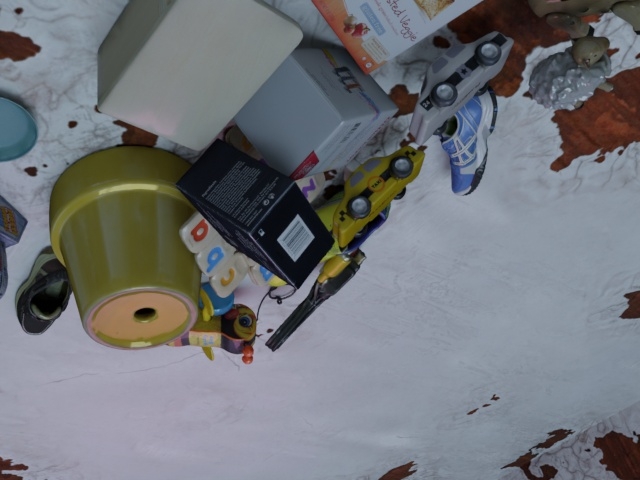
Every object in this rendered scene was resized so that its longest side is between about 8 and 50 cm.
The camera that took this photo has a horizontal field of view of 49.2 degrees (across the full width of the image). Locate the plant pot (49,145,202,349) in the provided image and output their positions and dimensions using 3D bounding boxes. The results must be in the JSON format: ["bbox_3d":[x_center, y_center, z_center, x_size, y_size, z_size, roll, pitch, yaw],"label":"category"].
[{"bbox_3d":[-0.282,0.026,1.075,0.253,0.239,0.254,-11,142,-9],"label":"plant pot"}]

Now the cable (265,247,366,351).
[{"bbox_3d":[-0.011,0.089,1.349,0.072,0.139,0.287,45,108,-3],"label":"cable"}]

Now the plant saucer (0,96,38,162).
[{"bbox_3d":[-0.451,-0.157,0.961,0.119,0.021,0.119,-11,142,-8],"label":"plant saucer"}]

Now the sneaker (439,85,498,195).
[{"bbox_3d":[0.236,-0.165,1.177,0.081,0.080,0.211,-5,131,-5],"label":"sneaker"}]

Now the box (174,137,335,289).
[{"bbox_3d":[-0.085,-0.035,0.945,0.093,0.158,0.156,-51,145,-12],"label":"box"}]

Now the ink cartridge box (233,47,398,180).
[{"bbox_3d":[-0.004,-0.177,0.965,0.128,0.127,0.176,-44,169,31],"label":"ink cartridge box"}]

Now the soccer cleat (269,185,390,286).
[{"bbox_3d":[0.000,-0.001,1.230,0.289,0.121,0.093,-37,121,20],"label":"soccer cleat"}]

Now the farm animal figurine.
[{"bbox_3d":[0.396,-0.362,0.882,0.172,0.331,0.326,17,159,-39],"label":"farm animal figurine"}]

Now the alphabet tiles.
[{"bbox_3d":[-0.097,-0.057,1.085,0.278,0.021,0.284,-51,144,-23],"label":"alphabet tiles"}]

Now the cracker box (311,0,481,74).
[{"bbox_3d":[0.114,-0.342,0.912,0.232,0.067,0.155,-31,140,16],"label":"cracker box"}]

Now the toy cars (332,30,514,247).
[{"bbox_3d":[0.128,-0.159,1.055,0.394,0.087,0.176,-53,166,27],"label":"toy cars"}]

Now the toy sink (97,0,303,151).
[{"bbox_3d":[-0.156,-0.250,0.873,0.152,0.131,0.234,19,135,-37],"label":"toy sink"}]

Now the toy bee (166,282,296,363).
[{"bbox_3d":[-0.186,0.158,1.336,0.298,0.162,0.195,-19,140,3],"label":"toy bee"}]

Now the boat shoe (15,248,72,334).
[{"bbox_3d":[-0.485,0.106,1.227,0.080,0.073,0.224,11,133,-31],"label":"boat shoe"}]

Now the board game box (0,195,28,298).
[{"bbox_3d":[-0.502,-0.011,1.020,0.060,0.194,0.194,-21,156,6],"label":"board game box"}]
